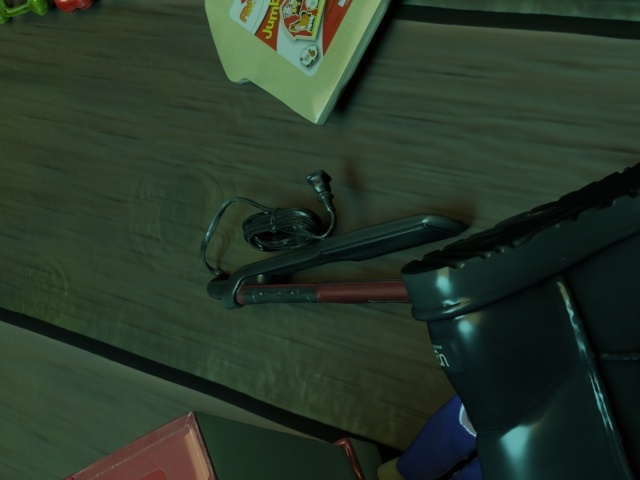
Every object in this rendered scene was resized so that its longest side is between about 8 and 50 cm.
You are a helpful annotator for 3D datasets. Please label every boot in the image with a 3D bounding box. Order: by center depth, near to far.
[{"bbox_3d":[0.179,0.068,0.672,0.094,0.246,0.207,-154,43,-79],"label":"boot"}]

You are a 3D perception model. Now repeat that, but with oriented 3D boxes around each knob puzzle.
[{"bbox_3d":[-0.012,-0.194,0.948,0.213,0.030,0.213,-9,77,41],"label":"knob puzzle"}]

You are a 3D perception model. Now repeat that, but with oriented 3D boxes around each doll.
[{"bbox_3d":[0.110,0.094,0.769,0.189,0.046,0.129,-45,56,28],"label":"doll"}]

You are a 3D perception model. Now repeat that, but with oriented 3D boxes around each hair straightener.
[{"bbox_3d":[0.000,0.000,0.897,0.230,0.047,0.089,-7,77,46],"label":"hair straightener"}]

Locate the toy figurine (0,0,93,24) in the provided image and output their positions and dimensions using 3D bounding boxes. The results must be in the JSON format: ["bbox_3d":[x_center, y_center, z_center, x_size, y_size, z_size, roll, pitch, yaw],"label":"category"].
[{"bbox_3d":[-0.207,-0.329,1.117,0.362,0.191,0.217,-4,49,49],"label":"toy figurine"}]

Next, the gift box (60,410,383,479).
[{"bbox_3d":[-0.077,0.250,0.762,0.276,0.258,0.255,-26,66,20],"label":"gift box"}]
